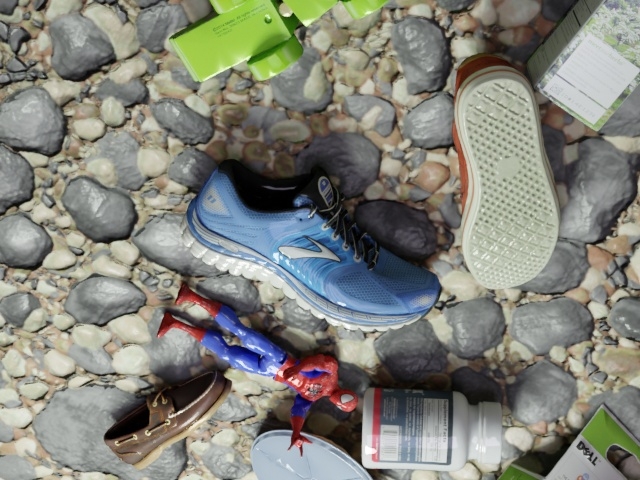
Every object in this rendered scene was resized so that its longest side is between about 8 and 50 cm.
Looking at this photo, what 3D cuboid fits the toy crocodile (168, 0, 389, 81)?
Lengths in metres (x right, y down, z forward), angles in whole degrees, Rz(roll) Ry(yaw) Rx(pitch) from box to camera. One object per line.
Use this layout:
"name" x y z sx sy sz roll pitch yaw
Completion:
"toy crocodile" -0.020 -0.281 1.319 0.341 0.105 0.115 -28 111 22

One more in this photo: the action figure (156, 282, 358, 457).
"action figure" -0.077 0.172 1.521 0.280 0.139 0.091 26 117 -10

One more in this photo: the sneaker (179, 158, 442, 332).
"sneaker" 0.000 0.000 1.431 0.330 0.129 0.147 22 118 -6

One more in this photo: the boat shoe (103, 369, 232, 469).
"boat shoe" -0.211 0.237 1.595 0.207 0.073 0.073 -40 108 21

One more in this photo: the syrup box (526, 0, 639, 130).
"syrup box" 0.340 -0.248 1.296 0.093 0.096 0.237 32 114 -11

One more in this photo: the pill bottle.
"pill bottle" 0.146 0.251 1.551 0.180 0.108 0.107 2 116 4

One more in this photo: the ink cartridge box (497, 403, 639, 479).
"ink cartridge box" 0.342 0.372 1.610 0.189 0.097 0.255 45 77 -15

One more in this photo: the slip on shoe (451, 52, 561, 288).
"slip on shoe" 0.214 -0.077 1.395 0.123 0.101 0.331 -12 128 3

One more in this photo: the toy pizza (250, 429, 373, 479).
"toy pizza" -0.004 0.326 1.616 0.201 0.032 0.201 18 136 19
